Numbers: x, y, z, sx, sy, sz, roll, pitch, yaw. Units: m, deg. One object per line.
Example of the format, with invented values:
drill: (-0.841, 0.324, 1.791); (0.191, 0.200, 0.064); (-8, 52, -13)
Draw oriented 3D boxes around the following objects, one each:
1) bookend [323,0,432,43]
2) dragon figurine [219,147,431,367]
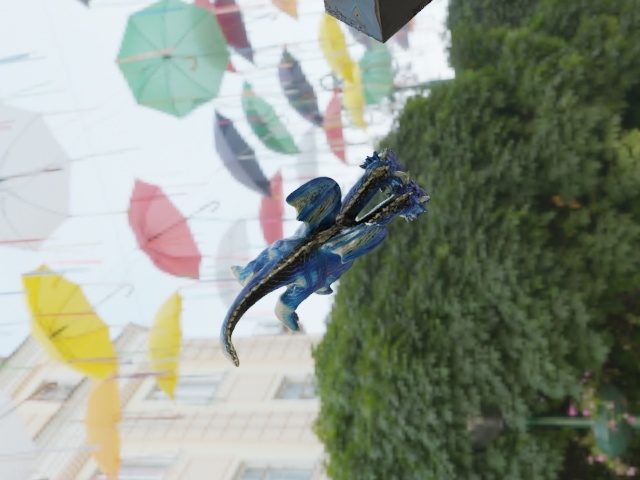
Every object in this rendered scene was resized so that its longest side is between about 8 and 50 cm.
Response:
bookend: (0.070, -0.278, 0.832); (0.156, 0.072, 0.157); (-44, -31, -20)
dragon figurine: (0.000, 0.000, 0.888); (0.085, 0.144, 0.289); (45, -148, 9)
